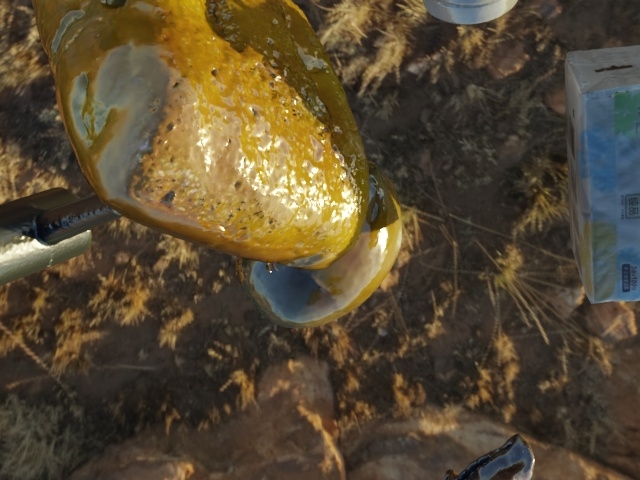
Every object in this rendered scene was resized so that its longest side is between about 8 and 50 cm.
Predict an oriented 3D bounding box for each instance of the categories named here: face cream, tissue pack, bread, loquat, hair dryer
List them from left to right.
[{"bbox_3d":[-0.394,-0.014,1.085,0.302,0.244,0.116,-17,99,38],"label":"hair dryer"},{"bbox_3d":[-0.086,-0.141,0.728,0.148,0.328,0.337,-40,142,24],"label":"bread"},{"bbox_3d":[0.000,0.000,0.934,0.179,0.179,0.228,35,77,-21],"label":"loquat"},{"bbox_3d":[0.257,-0.487,1.343,0.177,0.177,0.153,-16,140,-2],"label":"face cream"},{"bbox_3d":[0.333,-0.073,0.803,0.145,0.159,0.230,-4,115,13],"label":"tissue pack"}]

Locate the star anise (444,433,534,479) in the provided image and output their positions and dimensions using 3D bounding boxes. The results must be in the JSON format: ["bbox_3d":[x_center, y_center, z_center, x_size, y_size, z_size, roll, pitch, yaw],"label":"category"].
[{"bbox_3d":[0.109,0.298,0.663,0.129,0.212,0.283,43,80,-20],"label":"star anise"}]
